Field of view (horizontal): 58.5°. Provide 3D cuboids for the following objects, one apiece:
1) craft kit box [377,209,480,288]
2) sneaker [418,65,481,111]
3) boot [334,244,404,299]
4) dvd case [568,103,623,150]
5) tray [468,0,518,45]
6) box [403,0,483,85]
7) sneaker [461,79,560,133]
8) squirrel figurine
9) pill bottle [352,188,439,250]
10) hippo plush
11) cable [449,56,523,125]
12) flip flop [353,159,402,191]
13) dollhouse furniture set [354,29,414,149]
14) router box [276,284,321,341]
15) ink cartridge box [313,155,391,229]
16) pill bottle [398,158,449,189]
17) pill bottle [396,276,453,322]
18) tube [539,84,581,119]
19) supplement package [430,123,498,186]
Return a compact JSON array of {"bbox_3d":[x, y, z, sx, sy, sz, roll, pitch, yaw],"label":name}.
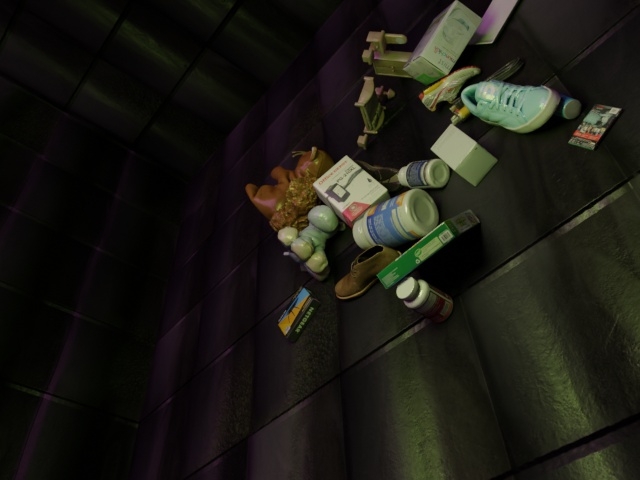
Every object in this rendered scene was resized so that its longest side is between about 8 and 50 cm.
[{"bbox_3d":[0.305,0.022,1.595,0.250,0.246,0.061,-42,76,29],"label":"craft kit box"},{"bbox_3d":[0.464,-0.537,2.011,0.225,0.093,0.088,-30,7,22],"label":"sneaker"},{"bbox_3d":[0.135,0.099,1.895,0.305,0.115,0.112,-36,38,39],"label":"boot"},{"bbox_3d":[0.699,-0.289,1.454,0.119,0.013,0.087,-58,28,6],"label":"dvd case"},{"bbox_3d":[0.638,-0.805,2.025,0.270,0.030,0.145,-59,29,0],"label":"tray"},{"bbox_3d":[0.435,-0.712,2.083,0.231,0.126,0.262,-58,9,2],"label":"box"},{"bbox_3d":[0.525,-0.397,1.652,0.135,0.150,0.366,-69,19,3],"label":"sneaker"},{"bbox_3d":[-0.074,-0.204,2.409,0.370,0.281,0.397,-42,32,8],"label":"squirrel figurine"},{"bbox_3d":[0.232,-0.055,1.840,0.272,0.152,0.152,-22,45,48],"label":"pill bottle"},{"bbox_3d":[0.000,0.000,2.172,0.236,0.234,0.294,-46,-16,-11],"label":"hippo plush"},{"bbox_3d":[0.540,-0.488,1.884,0.287,0.072,0.139,-34,12,17],"label":"cable"},{"bbox_3d":[0.212,-0.238,2.125,0.277,0.080,0.112,14,110,47],"label":"flip flop"},{"bbox_3d":[0.250,-0.579,2.243,0.173,0.303,0.356,11,71,21],"label":"dollhouse furniture set"},{"bbox_3d":[-0.083,0.272,2.152,0.179,0.046,0.133,-57,28,4],"label":"router box"},{"bbox_3d":[0.112,-0.168,2.052,0.172,0.100,0.237,-41,56,-6],"label":"ink cartridge box"},{"bbox_3d":[0.336,-0.216,1.886,0.169,0.094,0.094,4,67,59],"label":"pill bottle"},{"bbox_3d":[0.283,0.158,1.556,0.086,0.152,0.086,-39,34,33],"label":"pill bottle"},{"bbox_3d":[0.646,-0.387,1.600,0.080,0.052,0.207,-48,25,11],"label":"tube"},{"bbox_3d":[0.438,-0.264,1.755,0.105,0.105,0.179,-51,29,15],"label":"supplement package"}]
